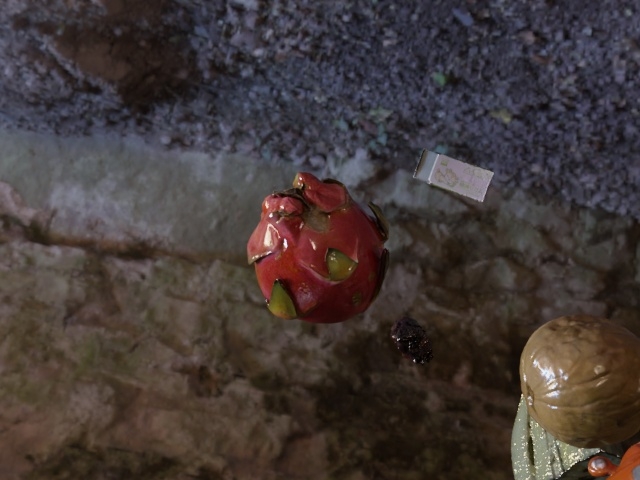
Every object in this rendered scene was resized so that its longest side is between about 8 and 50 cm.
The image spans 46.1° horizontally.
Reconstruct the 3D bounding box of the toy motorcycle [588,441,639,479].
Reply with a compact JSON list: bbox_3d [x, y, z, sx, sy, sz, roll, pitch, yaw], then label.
[{"bbox_3d":[0.333,0.297,0.653,0.221,0.148,0.325,-8,118,18],"label":"toy motorcycle"}]

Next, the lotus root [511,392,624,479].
[{"bbox_3d":[0.571,0.452,1.770,0.149,0.260,0.267,21,130,-22],"label":"lotus root"}]

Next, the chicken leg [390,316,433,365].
[{"bbox_3d":[0.191,0.205,1.555,0.063,0.105,0.234,-33,174,7],"label":"chicken leg"}]

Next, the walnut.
[{"bbox_3d":[0.443,0.227,1.235,0.228,0.228,0.228,9,163,3],"label":"walnut"}]

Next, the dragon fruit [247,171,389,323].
[{"bbox_3d":[0.000,0.000,1.527,0.305,0.305,0.226,11,140,-1],"label":"dragon fruit"}]

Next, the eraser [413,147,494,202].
[{"bbox_3d":[0.150,-0.074,0.848,0.083,0.038,0.019,21,-166,9],"label":"eraser"}]
